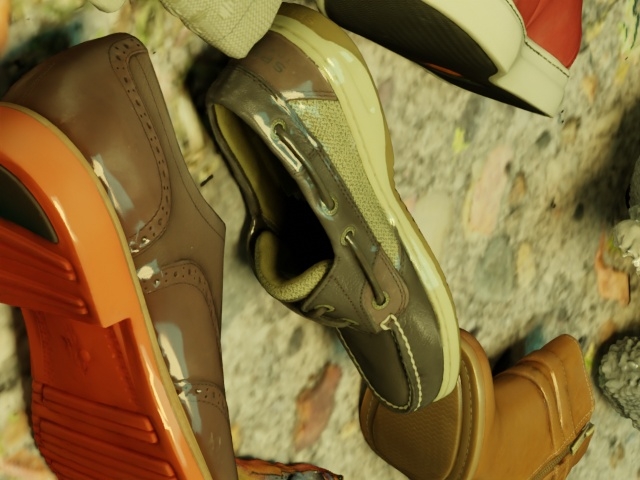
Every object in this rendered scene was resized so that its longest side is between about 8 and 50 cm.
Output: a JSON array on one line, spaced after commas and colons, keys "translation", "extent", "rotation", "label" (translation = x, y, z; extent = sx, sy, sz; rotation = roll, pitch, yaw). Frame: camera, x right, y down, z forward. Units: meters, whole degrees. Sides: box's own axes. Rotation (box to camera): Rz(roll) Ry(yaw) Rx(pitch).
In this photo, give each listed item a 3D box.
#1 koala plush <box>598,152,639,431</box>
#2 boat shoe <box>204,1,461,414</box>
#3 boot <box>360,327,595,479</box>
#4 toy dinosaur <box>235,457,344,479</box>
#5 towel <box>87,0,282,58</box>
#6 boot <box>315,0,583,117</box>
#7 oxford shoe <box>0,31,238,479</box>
[{"translation": [0.255, 0.002, 1.104], "extent": [0.196, 0.203, 0.221], "rotation": [-53, 129, -20], "label": "koala plush"}, {"translation": [0.001, 0.000, 0.862], "extent": [0.073, 0.080, 0.223], "rotation": [-39, 130, -25], "label": "boat shoe"}, {"translation": [0.096, 0.091, 1.032], "extent": [0.152, 0.073, 0.197], "rotation": [-35, 145, -35], "label": "boot"}, {"translation": [-0.017, 0.119, 0.930], "extent": [0.082, 0.047, 0.090], "rotation": [-46, 131, -55], "label": "toy dinosaur"}, {"translation": [-0.055, -0.264, 0.682], "extent": [0.324, 0.056, 0.312], "rotation": [40, 73, -50], "label": "towel"}, {"translation": [0.081, -0.161, 0.850], "extent": [0.176, 0.088, 0.244], "rotation": [-71, 160, 3], "label": "boot"}, {"translation": [-0.065, 0.041, 0.783], "extent": [0.098, 0.097, 0.271], "rotation": [-47, 139, -35], "label": "oxford shoe"}]
